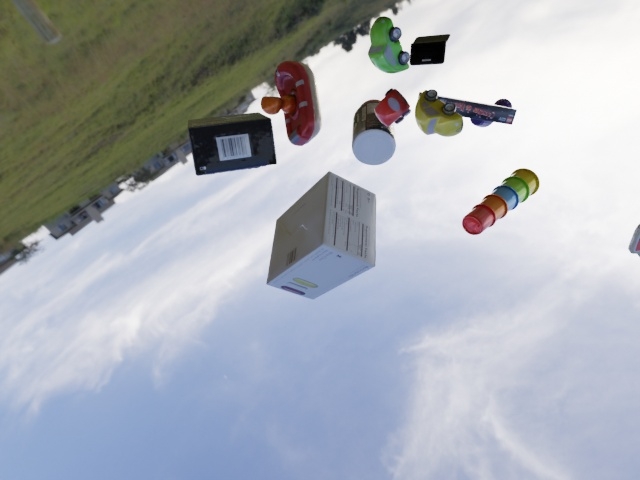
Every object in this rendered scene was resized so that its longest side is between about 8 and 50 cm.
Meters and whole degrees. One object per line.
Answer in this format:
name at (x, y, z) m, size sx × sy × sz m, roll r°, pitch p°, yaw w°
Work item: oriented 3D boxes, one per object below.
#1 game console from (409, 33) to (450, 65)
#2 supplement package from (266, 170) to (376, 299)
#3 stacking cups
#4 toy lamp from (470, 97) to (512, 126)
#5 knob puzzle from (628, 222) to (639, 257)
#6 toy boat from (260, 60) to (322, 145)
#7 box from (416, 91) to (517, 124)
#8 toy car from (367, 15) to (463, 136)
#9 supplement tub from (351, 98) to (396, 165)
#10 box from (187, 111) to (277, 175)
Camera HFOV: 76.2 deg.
game console at (0.382, -0.665, 1.425) m, size 0.122 × 0.107 × 0.071 m, roll 9°, pitch -164°, yaw 27°
supplement package at (0.000, 0.000, 1.005) m, size 0.262 × 0.145 × 0.204 m, roll -37°, pitch -140°, yaw 48°
stacking cups at (0.518, -0.115, 1.194) m, size 0.316 × 0.096 × 0.096 m, roll -30°, pitch -151°, yaw -30°
toy lamp at (0.580, -0.435, 1.388) m, size 0.080 × 0.080 × 0.275 m, roll 4°, pitch -156°, yaw 40°
knob puzzle at (0.690, -0.018, 0.768) m, size 0.213 × 0.213 × 0.030 m, roll -16°, pitch -137°, yaw 19°
toy boat at (-0.094, -0.383, 1.141) m, size 0.151 × 0.231 × 0.151 m, roll -7°, pitch 174°, yaw -26°
box at (0.413, -0.382, 1.175) m, size 0.233 × 0.044 × 0.159 m, roll 6°, pitch -157°, yaw -9°
toy car at (0.139, -0.289, 0.749) m, size 0.053 × 0.225 × 0.239 m, roll -40°, pitch -146°, yaw -8°
supplement tub at (0.240, -0.499, 1.849) m, size 0.194 × 0.193 × 0.316 m, roll -15°, pitch -140°, yaw 21°
box at (-0.183, -0.201, 0.828) m, size 0.156 × 0.093 × 0.158 m, roll -11°, pitch -157°, yaw -14°
